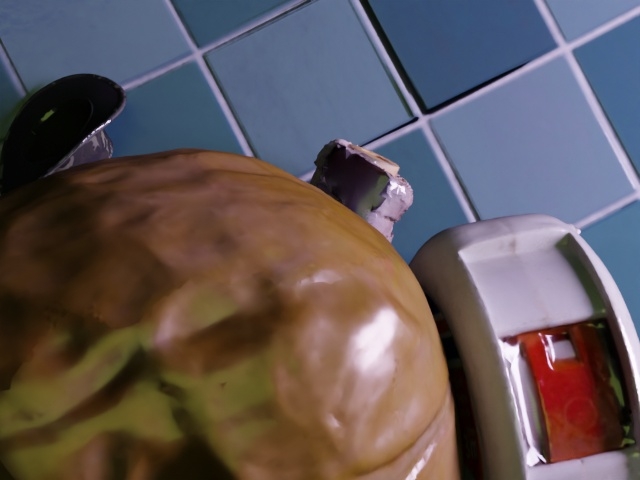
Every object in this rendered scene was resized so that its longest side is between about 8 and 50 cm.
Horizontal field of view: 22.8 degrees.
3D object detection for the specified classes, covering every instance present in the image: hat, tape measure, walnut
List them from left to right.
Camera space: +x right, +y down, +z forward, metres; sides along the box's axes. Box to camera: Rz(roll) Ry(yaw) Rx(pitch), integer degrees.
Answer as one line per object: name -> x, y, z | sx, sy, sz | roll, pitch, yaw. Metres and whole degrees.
hat -> -0.182, -0.066, 1.145 | 0.121, 0.121, 0.050 | -43, 125, -5
walnut -> -0.111, 0.131, 0.961 | 0.397, 0.308, 0.354 | -23, 105, -3
tape measure -> 0.137, 0.117, 1.048 | 0.130, 0.258, 0.265 | -9, 85, -9

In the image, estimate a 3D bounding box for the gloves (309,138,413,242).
gloves -> 0.009, 0.001, 1.136 | 0.144, 0.094, 0.110 | -42, 79, 14
